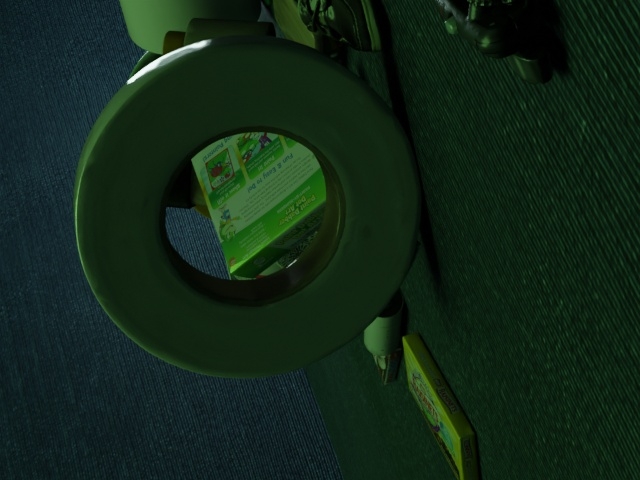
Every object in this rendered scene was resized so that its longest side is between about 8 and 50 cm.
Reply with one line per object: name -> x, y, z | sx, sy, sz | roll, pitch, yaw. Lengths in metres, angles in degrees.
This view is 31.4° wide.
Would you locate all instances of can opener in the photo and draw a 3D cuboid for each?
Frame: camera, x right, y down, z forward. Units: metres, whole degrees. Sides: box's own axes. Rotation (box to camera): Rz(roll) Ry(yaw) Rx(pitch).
can opener -> 0.111, -0.171, 0.828 | 0.186, 0.059, 0.073 | -119, 13, -55

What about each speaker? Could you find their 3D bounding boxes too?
speaker -> 0.090, 0.116, 1.634 | 0.136, 0.055, 0.055 | 86, 165, -61

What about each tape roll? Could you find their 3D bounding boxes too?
tape roll -> -0.234, -0.457, 1.974 | 0.246, 0.246, 0.169 | -115, 12, -47
tape roll -> -0.078, -0.033, 1.270 | 0.072, 0.392, 0.392 | -127, 21, -66

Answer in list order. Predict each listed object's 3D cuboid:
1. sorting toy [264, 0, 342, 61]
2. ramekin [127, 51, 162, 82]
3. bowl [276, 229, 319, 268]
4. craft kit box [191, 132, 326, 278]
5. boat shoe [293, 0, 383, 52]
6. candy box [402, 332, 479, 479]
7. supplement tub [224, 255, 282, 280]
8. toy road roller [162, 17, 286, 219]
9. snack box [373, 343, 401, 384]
sorting toy -> -0.011, -0.275, 1.465 | 0.274, 0.046, 0.132 | 61, 171, 22
ramekin -> -0.199, -0.225, 2.076 | 0.148, 0.304, 0.303 | 83, 170, -88
bowl -> 0.000, 0.000, 1.820 | 0.080, 0.170, 0.170 | -60, -21, -30
craft kit box -> -0.065, -0.113, 1.620 | 0.061, 0.250, 0.246 | 18, -136, -47
boat shoe -> 0.010, -0.264, 1.289 | 0.223, 0.073, 0.080 | -117, 12, -53
candy box -> 0.157, 0.223, 1.497 | 0.206, 0.027, 0.105 | -118, 16, -52
supplement tub -> -0.089, 0.048, 2.249 | 0.272, 0.191, 0.191 | 84, 167, -55
toy road roller -> -0.139, -0.191, 1.862 | 0.240, 0.203, 0.329 | -46, -40, -79
snack box -> 0.103, 0.171, 1.787 | 0.178, 0.022, 0.064 | 90, 163, -67
